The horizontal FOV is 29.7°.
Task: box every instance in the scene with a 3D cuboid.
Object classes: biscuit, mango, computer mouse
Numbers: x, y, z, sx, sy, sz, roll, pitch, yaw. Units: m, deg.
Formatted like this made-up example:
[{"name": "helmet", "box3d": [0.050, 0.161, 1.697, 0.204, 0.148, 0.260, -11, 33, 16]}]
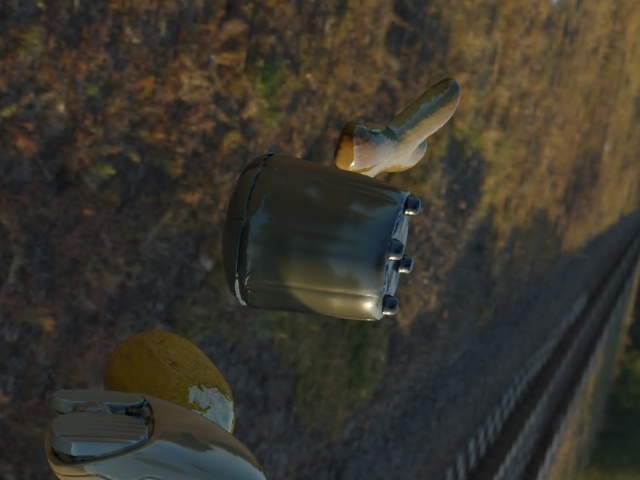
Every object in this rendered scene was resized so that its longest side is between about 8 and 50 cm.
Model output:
[{"name": "biscuit", "box3d": [0.073, -0.109, 1.439, 0.208, 0.047, 0.164, -31, 161, -40]}, {"name": "mango", "box3d": [-0.185, 0.194, 1.486, 0.119, 0.176, 0.317, -52, -165, 0]}, {"name": "computer mouse", "box3d": [-0.151, 0.209, 1.161, 0.082, 0.236, 0.145, -62, -164, 11]}]

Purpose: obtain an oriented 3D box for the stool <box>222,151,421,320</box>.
[{"name": "stool", "box3d": [0.000, 0.000, 0.725, 0.096, 0.110, 0.096, 10, 90, -80]}]
